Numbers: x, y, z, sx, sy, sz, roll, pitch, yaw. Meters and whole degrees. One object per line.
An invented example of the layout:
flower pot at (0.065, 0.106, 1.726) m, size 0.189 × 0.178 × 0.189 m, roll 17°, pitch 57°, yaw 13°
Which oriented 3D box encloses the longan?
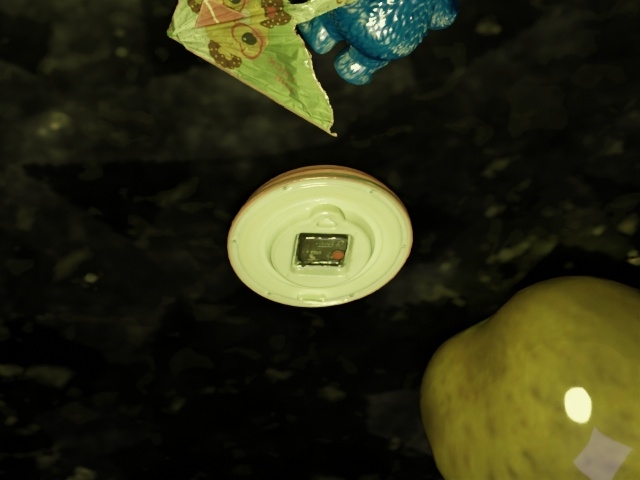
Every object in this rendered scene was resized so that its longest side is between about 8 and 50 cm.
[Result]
longan at (0.337, 0.230, 2.237) m, size 0.404 × 0.336 × 0.405 m, roll 13°, pitch 125°, yaw 19°

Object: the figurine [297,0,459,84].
figurine at (0.090, -0.283, 1.869) m, size 0.164 × 0.121 × 0.262 m, roll 21°, pitch 126°, yaw -19°

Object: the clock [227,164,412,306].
clock at (0.000, 0.001, 2.178) m, size 0.244 × 0.056 × 0.244 m, roll -3°, pitch 133°, yaw -3°

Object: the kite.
kite at (-0.073, -0.256, 1.884) m, size 0.267 × 0.013 × 0.323 m, roll -5°, pitch 116°, yaw 33°
